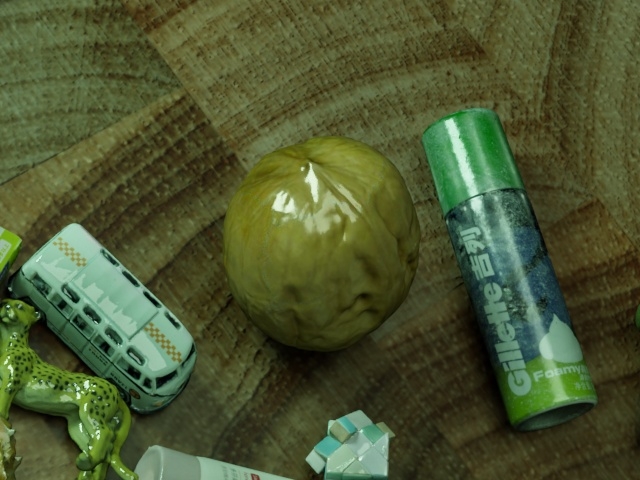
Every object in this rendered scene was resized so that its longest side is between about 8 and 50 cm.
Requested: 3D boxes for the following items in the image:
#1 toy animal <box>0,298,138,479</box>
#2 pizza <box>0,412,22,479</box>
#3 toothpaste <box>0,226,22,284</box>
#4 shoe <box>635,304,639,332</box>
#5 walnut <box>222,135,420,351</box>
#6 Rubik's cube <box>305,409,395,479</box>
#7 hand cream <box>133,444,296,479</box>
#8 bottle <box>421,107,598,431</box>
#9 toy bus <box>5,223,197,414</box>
[{"bbox_3d":[-0.236,0.145,1.770,0.181,0.073,0.136,23,53,-6],"label":"toy animal"},{"bbox_3d":[-0.337,0.330,1.593,0.440,0.130,0.406,26,76,-4],"label":"pizza"},{"bbox_3d":[-0.441,-0.023,1.765,0.327,0.077,0.110,30,60,-5],"label":"toothpaste"},{"bbox_3d":[0.398,0.170,1.950,0.128,0.140,0.262,-26,81,-34],"label":"shoe"},{"bbox_3d":[0.000,0.000,1.838,0.195,0.222,0.195,-3,53,4],"label":"walnut"},{"bbox_3d":[0.031,0.200,1.839,0.084,0.075,0.073,13,65,-13],"label":"Rubik's cube"},{"bbox_3d":[-0.058,0.270,1.779,0.248,0.083,0.133,20,65,-22],"label":"hand cream"},{"bbox_3d":[0.190,0.027,1.968,0.093,0.093,0.330,-8,69,-24],"label":"bottle"},{"bbox_3d":[-0.198,0.072,1.805,0.194,0.089,0.087,44,60,2],"label":"toy bus"}]
